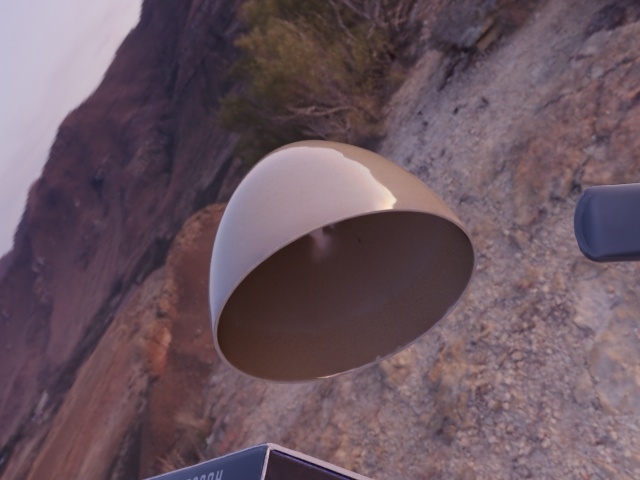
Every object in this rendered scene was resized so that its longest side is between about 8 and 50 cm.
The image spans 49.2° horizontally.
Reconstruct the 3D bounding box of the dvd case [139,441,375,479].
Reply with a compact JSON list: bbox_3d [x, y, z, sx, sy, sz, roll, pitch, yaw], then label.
[{"bbox_3d":[0.013,0.186,0.429,0.179,0.239,0.029,-32,37,44],"label":"dvd case"}]

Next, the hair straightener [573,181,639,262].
[{"bbox_3d":[0.223,-0.006,0.292,0.231,0.089,0.047,4,95,35],"label":"hair straightener"}]

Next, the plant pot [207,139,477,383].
[{"bbox_3d":[0.000,0.000,0.770,0.284,0.284,0.190,-47,47,27],"label":"plant pot"}]
